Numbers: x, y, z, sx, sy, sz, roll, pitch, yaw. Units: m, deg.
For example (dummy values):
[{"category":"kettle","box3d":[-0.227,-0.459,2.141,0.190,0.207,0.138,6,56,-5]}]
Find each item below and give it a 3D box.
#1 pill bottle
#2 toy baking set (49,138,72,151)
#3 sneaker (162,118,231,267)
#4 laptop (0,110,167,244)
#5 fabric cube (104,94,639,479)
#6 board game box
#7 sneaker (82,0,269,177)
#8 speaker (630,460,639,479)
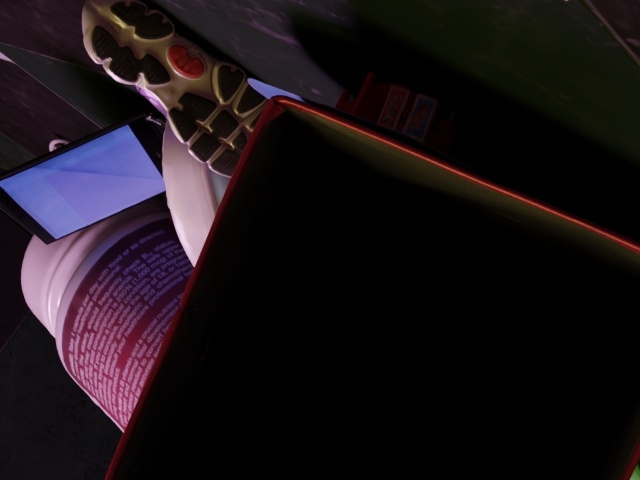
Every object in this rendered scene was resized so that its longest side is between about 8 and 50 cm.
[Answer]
[{"category":"pill bottle","box3d":[-0.130,0.108,1.644,0.392,0.224,0.224,39,178,39]},{"category":"toy baking set","box3d":[-0.218,-0.057,1.874,0.197,0.030,0.256,42,160,-29]},{"category":"sneaker","box3d":[0.000,0.000,1.292,0.150,0.135,0.366,-13,144,18]},{"category":"laptop","box3d":[-0.136,-0.017,1.473,0.264,0.136,0.234,29,171,10]},{"category":"fabric cube","box3d":[0.050,0.093,0.946,0.254,0.259,0.258,23,178,6]},{"category":"board game box","box3d":[0.042,-0.071,0.937,0.169,0.033,0.133,24,179,36]},{"category":"sneaker","box3d":[-0.095,-0.113,1.110,0.170,0.068,0.071,44,-179,-24]},{"category":"speaker","box3d":[0.271,0.160,1.167,0.131,0.131,0.296,28,171,16]}]
